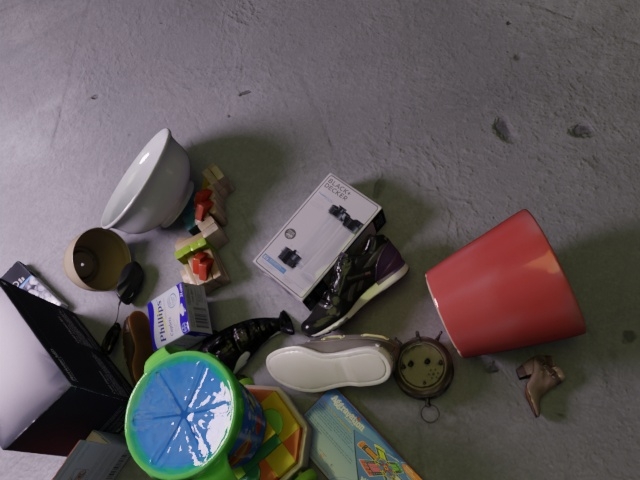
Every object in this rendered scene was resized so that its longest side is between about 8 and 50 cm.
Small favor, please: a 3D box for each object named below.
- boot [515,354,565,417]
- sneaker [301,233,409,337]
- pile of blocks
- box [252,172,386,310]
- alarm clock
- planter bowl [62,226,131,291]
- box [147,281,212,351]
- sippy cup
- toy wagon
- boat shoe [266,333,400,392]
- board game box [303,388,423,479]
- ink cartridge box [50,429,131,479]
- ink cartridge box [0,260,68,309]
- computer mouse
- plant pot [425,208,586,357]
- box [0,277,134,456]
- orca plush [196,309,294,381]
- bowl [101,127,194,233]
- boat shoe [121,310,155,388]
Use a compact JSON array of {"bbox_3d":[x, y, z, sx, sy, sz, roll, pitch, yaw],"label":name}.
[{"bbox_3d":[0.458,0.293,1.283,0.087,0.042,0.118,-17,65,3],"label":"boot"},{"bbox_3d":[0.053,0.095,1.404,0.283,0.107,0.124,-37,101,-12],"label":"sneaker"},{"bbox_3d":[-0.305,-0.041,1.563,0.149,0.112,0.362,-5,66,11],"label":"pile of blocks"},{"bbox_3d":[0.000,0.000,1.487,0.169,0.087,0.290,38,80,24],"label":"box"},{"bbox_3d":[0.220,0.290,1.331,0.129,0.064,0.192,-10,69,9],"label":"alarm clock"},{"bbox_3d":[-0.577,0.054,1.576,0.109,0.162,0.162,-11,62,38],"label":"planter bowl"},{"bbox_3d":[-0.331,0.183,1.468,0.137,0.072,0.126,-32,60,31],"label":"box"},{"bbox_3d":[-0.221,0.355,1.229,0.240,0.224,0.305,-7,65,16],"label":"sippy cup"},{"bbox_3d":[-0.179,0.472,1.329,0.344,0.068,0.267,-41,60,-2],"label":"toy wagon"},{"bbox_3d":[0.025,0.260,1.361,0.305,0.091,0.109,-8,104,29],"label":"boat shoe"},{"bbox_3d":[0.072,0.454,1.313,0.145,0.027,0.281,-44,65,-5],"label":"board game box"},{"bbox_3d":[-0.538,0.528,1.308,0.060,0.239,0.275,29,77,22],"label":"ink cartridge box"},{"bbox_3d":[-0.789,0.189,1.618,0.206,0.045,0.208,35,80,23],"label":"ink cartridge box"},{"bbox_3d":[-0.484,0.165,1.544,0.041,0.071,0.242,9,71,8],"label":"computer mouse"},{"bbox_3d":[0.363,0.106,1.279,0.243,0.275,0.275,-25,64,13],"label":"plant pot"},{"bbox_3d":[-0.612,0.288,1.386,0.179,0.312,0.343,-44,65,-8],"label":"box"},{"bbox_3d":[-0.197,0.248,1.421,0.287,0.102,0.151,-19,65,5],"label":"orca plush"},{"bbox_3d":[-0.413,-0.126,1.580,0.298,0.134,0.298,-40,31,30],"label":"bowl"},{"bbox_3d":[-0.428,0.273,1.490,0.073,0.073,0.207,-43,52,39],"label":"boat shoe"}]
